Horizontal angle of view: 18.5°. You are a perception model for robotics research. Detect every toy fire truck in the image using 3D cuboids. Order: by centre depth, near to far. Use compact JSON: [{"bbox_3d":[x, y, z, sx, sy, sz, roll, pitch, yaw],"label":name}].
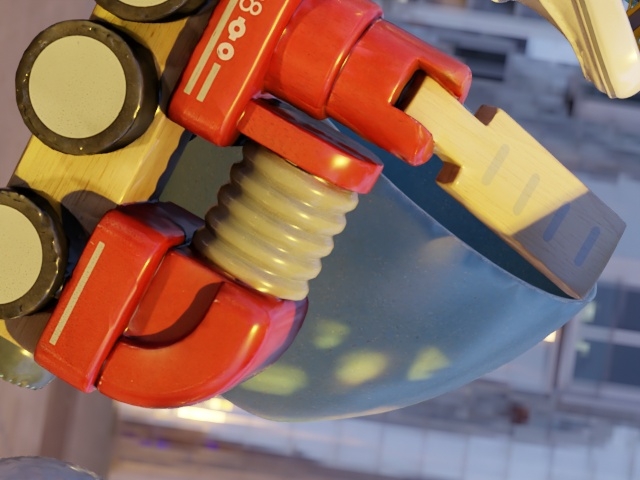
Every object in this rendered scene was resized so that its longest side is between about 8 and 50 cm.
[{"bbox_3d":[-0.005,-0.015,0.865,0.217,0.246,0.158,-62,170,9],"label":"toy fire truck"}]

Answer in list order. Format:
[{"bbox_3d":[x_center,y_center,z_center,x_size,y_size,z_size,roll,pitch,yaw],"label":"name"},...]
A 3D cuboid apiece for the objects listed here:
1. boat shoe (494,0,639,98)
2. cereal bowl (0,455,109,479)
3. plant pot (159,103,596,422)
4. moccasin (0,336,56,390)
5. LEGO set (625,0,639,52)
[{"bbox_3d":[0.048,-0.075,0.490,0.100,0.035,0.035,66,6,17],"label":"boat shoe"},{"bbox_3d":[-0.257,0.272,1.235,0.339,0.141,0.339,-55,168,-18],"label":"cereal bowl"},{"bbox_3d":[0.000,0.000,1.220,0.195,0.290,0.290,-47,-166,17],"label":"plant pot"},{"bbox_3d":[-0.303,0.039,1.679,0.117,0.138,0.342,-50,-144,8],"label":"moccasin"},{"bbox_3d":[0.348,-0.167,1.426,0.192,0.331,0.255,-40,-140,23],"label":"LEGO set"}]
